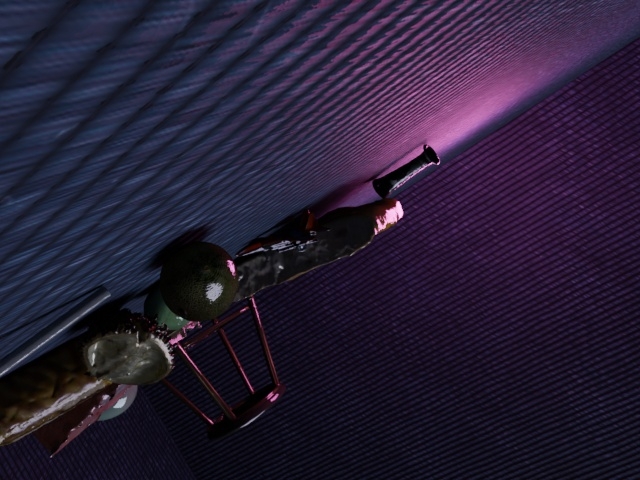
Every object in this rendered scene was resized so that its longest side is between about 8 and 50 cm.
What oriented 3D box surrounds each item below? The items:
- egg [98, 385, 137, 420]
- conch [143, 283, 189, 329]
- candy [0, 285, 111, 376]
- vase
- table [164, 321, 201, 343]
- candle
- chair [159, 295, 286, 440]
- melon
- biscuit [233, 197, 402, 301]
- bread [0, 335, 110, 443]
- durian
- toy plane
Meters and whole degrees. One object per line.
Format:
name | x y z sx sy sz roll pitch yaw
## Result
egg | -0.691 0.488 1.818 0.230 0.168 0.168 -29 179 20
conch | -0.217 0.081 0.909 0.170 0.079 0.106 -42 -173 36
candy | -0.364 0.165 0.566 0.365 0.124 0.124 -40 -178 -29
vase | 0.207 -0.167 1.385 0.167 0.059 0.059 -33 177 30
table | -0.338 0.191 1.339 0.062 0.083 0.079 -32 177 20
candle | -0.452 0.273 1.176 0.287 0.131 0.317 -42 -177 32
chair | -0.348 0.417 1.904 0.362 0.410 0.364 -30 177 -40
melon | -0.154 0.051 0.722 0.099 0.099 0.162 -31 172 -24
biscuit | -0.001 -0.001 1.359 0.429 0.104 0.446 -25 -178 31
bread | -0.459 0.251 0.947 0.222 0.096 0.181 -30 174 -29
durian | -0.302 0.158 0.867 0.188 0.091 0.148 -37 132 24
toy plane | -0.078 0.002 1.123 0.189 0.061 0.130 -28 -153 -12
